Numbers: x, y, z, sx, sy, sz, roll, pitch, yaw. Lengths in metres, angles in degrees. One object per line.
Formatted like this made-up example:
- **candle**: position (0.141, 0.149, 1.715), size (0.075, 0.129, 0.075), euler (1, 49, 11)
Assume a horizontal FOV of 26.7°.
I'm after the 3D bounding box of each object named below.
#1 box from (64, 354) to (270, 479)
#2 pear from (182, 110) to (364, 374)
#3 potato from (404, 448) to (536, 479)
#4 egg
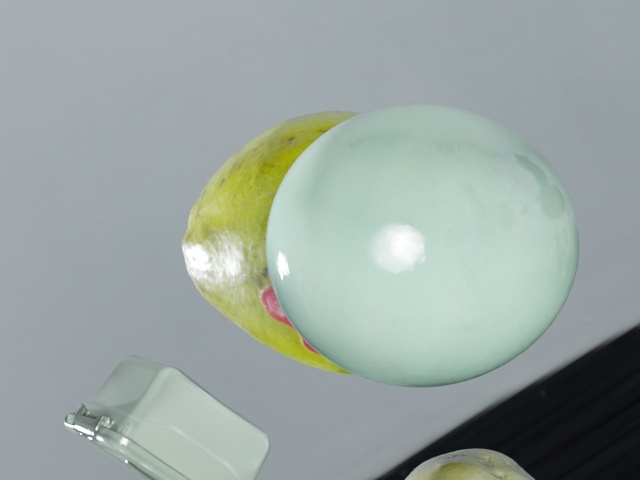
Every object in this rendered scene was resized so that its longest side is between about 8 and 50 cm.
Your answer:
- **box**: position (-0.131, 0.178, 1.228), size (0.172, 0.093, 0.124), euler (41, 162, -30)
- **pear**: position (0.000, 0.000, 1.486), size (0.375, 0.287, 0.287), euler (2, 135, 32)
- **potato**: position (0.172, 0.313, 1.479), size (0.178, 0.160, 0.235), euler (31, 169, 29)
- **egg**: position (0.065, 0.003, 0.806), size (0.231, 0.168, 0.168), euler (-1, -129, -54)
